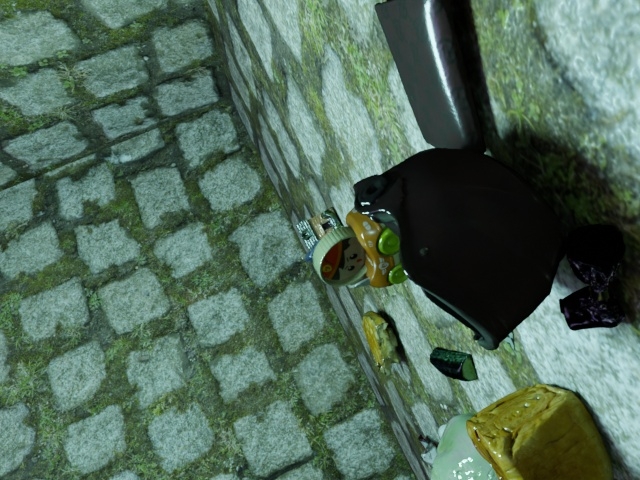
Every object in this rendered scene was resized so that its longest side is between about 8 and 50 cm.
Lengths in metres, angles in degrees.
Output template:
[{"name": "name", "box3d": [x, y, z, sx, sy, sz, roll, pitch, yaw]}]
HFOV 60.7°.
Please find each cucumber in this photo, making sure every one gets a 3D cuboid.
[{"name": "cucumber", "box3d": [0.312, 0.297, 1.285, 0.070, 0.046, 0.220, 57, 171, 1]}]

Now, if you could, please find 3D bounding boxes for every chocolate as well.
[{"name": "chocolate", "box3d": [0.303, 0.049, 0.604, 0.072, 0.070, 0.147, 44, 169, 42]}]

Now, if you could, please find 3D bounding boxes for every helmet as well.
[{"name": "helmet", "box3d": [0.178, -0.022, 0.689, 0.225, 0.177, 0.305, 37, -165, -39]}]

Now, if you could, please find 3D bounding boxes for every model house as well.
[{"name": "model house", "box3d": [0.000, 0.000, 1.946, 0.166, 0.172, 0.183, 123, 123, -82]}]

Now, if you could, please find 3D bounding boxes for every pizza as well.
[{"name": "pizza", "box3d": [0.213, 0.347, 1.888, 0.323, 0.089, 0.223, 105, 146, -80]}]

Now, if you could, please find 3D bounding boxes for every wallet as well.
[{"name": "wallet", "box3d": [0.154, -0.228, 0.752, 0.229, 0.049, 0.182, 67, 172, -23]}]

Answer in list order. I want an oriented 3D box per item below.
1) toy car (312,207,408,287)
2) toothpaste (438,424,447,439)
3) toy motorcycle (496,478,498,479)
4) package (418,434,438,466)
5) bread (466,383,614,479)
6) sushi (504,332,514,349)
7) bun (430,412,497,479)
[{"name": "toy car", "box3d": [0.088, 0.034, 1.324, 0.145, 0.235, 0.235, -123, 12, -48]}, {"name": "toothpaste", "box3d": [0.394, 0.619, 1.702, 0.193, 0.045, 0.071, 66, -177, -53]}, {"name": "toy motorcycle", "box3d": [0.385, 0.497, 1.000, 0.225, 0.152, 0.073, -129, 16, -62]}, {"name": "package", "box3d": [0.415, 0.790, 1.995, 0.194, 0.071, 0.269, 64, -175, 29]}, {"name": "bread", "box3d": [0.330, 0.316, 0.832, 0.143, 0.158, 0.149, 60, 170, 5]}, {"name": "sushi", "box3d": [0.249, 0.063, 0.979, 0.231, 0.047, 0.220, -126, 14, -55]}, {"name": "bun", "box3d": [0.356, 0.569, 1.287, 0.293, 0.187, 0.293, 62, 168, 23]}]
